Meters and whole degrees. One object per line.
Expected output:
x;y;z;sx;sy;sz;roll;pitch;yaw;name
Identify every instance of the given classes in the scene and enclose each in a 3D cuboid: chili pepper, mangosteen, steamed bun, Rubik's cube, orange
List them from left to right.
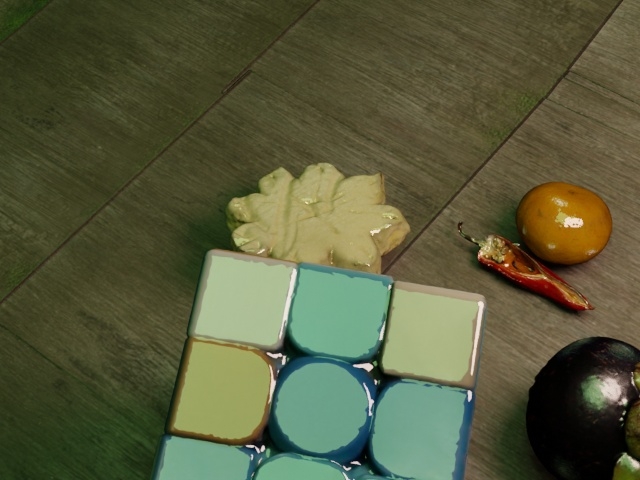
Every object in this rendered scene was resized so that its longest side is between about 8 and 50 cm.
0.000;0.000;1.819;0.292;0.137;0.295;31;51;33;steamed bun
0.003;0.243;1.365;0.344;0.347;0.346;9;70;6;Rubik's cube
0.330;0.045;1.799;0.268;0.050;0.059;31;85;23;chili pepper
0.392;-0.025;1.787;0.156;0.124;0.156;7;28;-4;orange
0.402;0.249;1.547;0.243;0.243;0.243;-3;56;5;mangosteen
